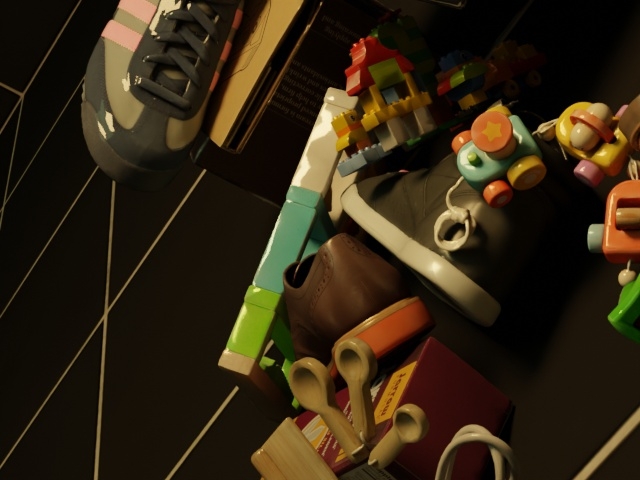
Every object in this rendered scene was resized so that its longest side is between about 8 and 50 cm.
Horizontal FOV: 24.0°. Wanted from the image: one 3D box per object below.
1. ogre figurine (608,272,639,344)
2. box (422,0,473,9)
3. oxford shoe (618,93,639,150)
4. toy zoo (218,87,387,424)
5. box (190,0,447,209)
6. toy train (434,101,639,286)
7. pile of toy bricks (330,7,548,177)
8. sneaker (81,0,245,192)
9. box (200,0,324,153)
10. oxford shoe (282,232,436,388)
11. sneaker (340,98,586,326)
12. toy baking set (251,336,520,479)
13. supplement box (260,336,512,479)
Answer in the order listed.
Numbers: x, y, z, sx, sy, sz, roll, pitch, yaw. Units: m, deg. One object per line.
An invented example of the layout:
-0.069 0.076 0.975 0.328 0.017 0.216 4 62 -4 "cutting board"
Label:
0.220 0.023 0.801 0.118 0.097 0.197 -48 38 10 "ogre figurine"
0.074 -0.360 1.208 0.343 0.178 0.313 -48 -29 -77 "box"
0.277 -0.102 0.884 0.212 0.076 0.076 -45 57 32 "oxford shoe"
0.000 0.000 1.282 0.192 0.030 0.293 64 -135 -68 "toy zoo"
-0.014 -0.148 1.448 0.203 0.168 0.167 -57 23 13 "box"
0.151 -0.038 0.968 0.166 0.046 0.125 4 67 25 "toy train"
0.071 -0.132 1.177 0.212 0.105 0.118 -25 -2 -43 "pile of toy bricks"
-0.121 -0.193 1.306 0.131 0.112 0.319 -40 33 48 "sneaker"
-0.066 -0.171 1.338 0.164 0.021 0.201 -61 23 5 "box"
0.019 0.053 1.151 0.097 0.098 0.271 -29 -6 -15 "oxford shoe"
0.111 -0.035 1.141 0.147 0.104 0.296 -50 17 0 "sneaker"
0.048 0.173 0.934 0.256 0.030 0.197 31 128 33 "toy baking set"
0.036 0.157 1.059 0.188 0.081 0.104 -37 17 49 "supplement box"
